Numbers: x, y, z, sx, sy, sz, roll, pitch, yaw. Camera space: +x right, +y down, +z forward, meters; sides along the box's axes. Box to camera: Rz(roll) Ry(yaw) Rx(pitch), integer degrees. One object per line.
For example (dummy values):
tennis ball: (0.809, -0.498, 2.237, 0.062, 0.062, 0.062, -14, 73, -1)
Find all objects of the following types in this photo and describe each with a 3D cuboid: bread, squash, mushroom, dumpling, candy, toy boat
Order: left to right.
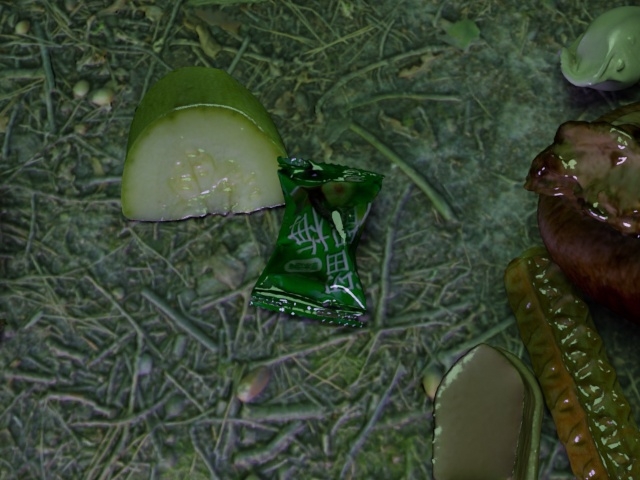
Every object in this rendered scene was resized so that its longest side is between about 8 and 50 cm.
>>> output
squash: (-0.150, -0.138, 1.634, 0.237, 0.155, 0.204, -6, 97, 4)
candy: (0.003, 0.001, 1.499, 0.141, 0.078, 0.203, 4, 73, 24)
toy boat: (0.185, 0.198, 1.347, 0.116, 0.061, 0.188, -8, 59, 27)
bread: (0.293, 0.167, 1.356, 0.084, 0.077, 0.367, -17, 61, -1)
dumpling: (0.369, -0.253, 1.571, 0.169, 0.100, 0.134, -53, 37, -10)
mushroom: (0.383, -0.062, 1.315, 0.334, 0.356, 0.331, -44, 26, -17)

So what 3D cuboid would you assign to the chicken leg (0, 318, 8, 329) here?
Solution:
chicken leg: (-0.509, 0.129, 1.505, 0.228, 0.088, 0.103, -29, 40, -11)
